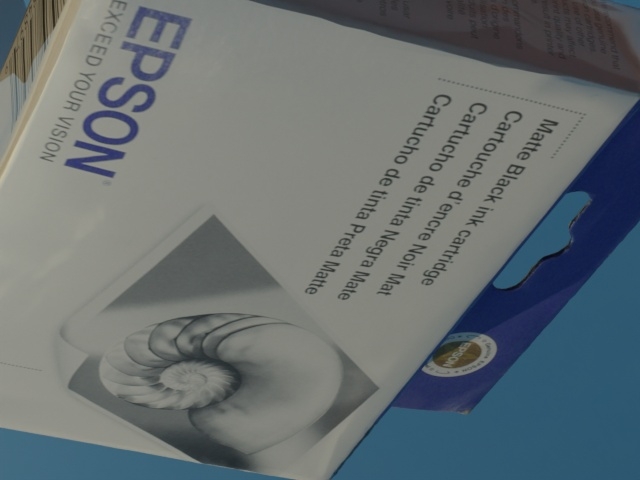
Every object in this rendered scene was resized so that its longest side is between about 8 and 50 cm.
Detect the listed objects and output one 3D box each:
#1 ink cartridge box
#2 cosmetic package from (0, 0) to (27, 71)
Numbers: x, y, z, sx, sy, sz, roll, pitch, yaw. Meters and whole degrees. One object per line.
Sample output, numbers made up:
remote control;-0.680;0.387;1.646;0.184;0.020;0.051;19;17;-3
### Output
ink cartridge box;0.000;0.000;0.563;0.223;0.224;0.045;123;-31;-46
cosmetic package;-0.157;-0.104;0.616;0.099;0.239;0.060;37;-103;8
